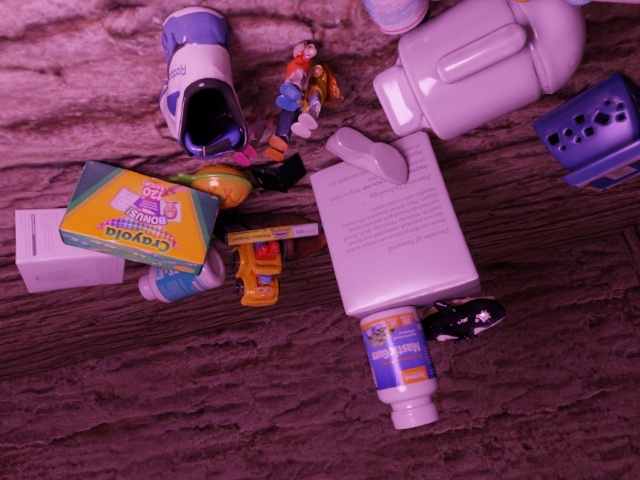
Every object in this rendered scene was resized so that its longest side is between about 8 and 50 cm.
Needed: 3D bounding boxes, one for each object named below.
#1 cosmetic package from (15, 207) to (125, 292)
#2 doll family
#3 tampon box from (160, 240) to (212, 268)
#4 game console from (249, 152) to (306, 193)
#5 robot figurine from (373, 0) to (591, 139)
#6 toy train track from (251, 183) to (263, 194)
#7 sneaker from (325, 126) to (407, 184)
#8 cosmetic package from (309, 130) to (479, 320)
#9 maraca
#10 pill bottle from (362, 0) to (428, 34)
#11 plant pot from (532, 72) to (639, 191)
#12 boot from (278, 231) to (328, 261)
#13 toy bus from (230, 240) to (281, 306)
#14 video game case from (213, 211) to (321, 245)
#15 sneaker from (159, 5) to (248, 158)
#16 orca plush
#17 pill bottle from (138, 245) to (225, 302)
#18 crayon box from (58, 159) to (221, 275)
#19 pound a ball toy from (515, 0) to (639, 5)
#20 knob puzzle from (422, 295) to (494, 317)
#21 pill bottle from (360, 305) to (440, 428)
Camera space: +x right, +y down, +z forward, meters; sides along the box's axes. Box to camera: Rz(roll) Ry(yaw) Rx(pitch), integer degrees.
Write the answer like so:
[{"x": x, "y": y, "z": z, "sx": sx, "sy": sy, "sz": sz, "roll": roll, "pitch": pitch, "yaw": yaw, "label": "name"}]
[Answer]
[{"x": -0.612, "y": 0.023, "z": 1.190, "sx": 0.225, "sy": 0.138, "sz": 0.224, "roll": -3, "pitch": 159, "yaw": -26, "label": "cosmetic package"}, {"x": -0.047, "y": -0.231, "z": 0.854, "sx": 0.119, "sy": 0.163, "sz": 0.263, "roll": 29, "pitch": 142, "yaw": -21, "label": "doll family"}, {"x": -0.389, "y": 0.002, "z": 1.354, "sx": 0.121, "sy": 0.101, "sz": 0.161, "roll": -5, "pitch": 159, "yaw": -28, "label": "tampon box"}, {"x": -0.105, "y": -0.173, "z": 1.195, "sx": 0.108, "sy": 0.071, "sz": 0.122, "roll": 13, "pitch": 166, "yaw": 13, "label": "game console"}, {"x": 0.270, "y": -0.301, "z": 0.798, "sx": 0.354, "sy": 0.199, "sz": 0.300, "roll": -23, "pitch": -169, "yaw": 23, "label": "robot figurine"}, {"x": -0.179, "y": -0.141, "z": 1.235, "sx": 0.048, "sy": 0.014, "sz": 0.083, "roll": -13, "pitch": 157, "yaw": 18, "label": "toy train track"}, {"x": 0.109, "y": -0.194, "z": 1.139, "sx": 0.212, "sy": 0.080, "sz": 0.094, "roll": 28, "pitch": 159, "yaw": -19, "label": "sneaker"}, {"x": 0.212, "y": -0.011, "z": 1.304, "sx": 0.328, "sy": 0.393, "sz": 0.329, "roll": -19, "pitch": 162, "yaw": 14, "label": "cosmetic package"}, {"x": -0.250, "y": -0.125, "z": 1.097, "sx": 0.186, "sy": 0.099, "sz": 0.127, "roll": 3, "pitch": 158, "yaw": -11, "label": "maraca"}, {"x": 0.089, "y": -0.365, "z": 0.658, "sx": 0.087, "sy": 0.087, "sz": 0.160, "roll": -21, "pitch": 160, "yaw": 20, "label": "pill bottle"}, {"x": 0.744, "y": -0.261, "z": 1.257, "sx": 0.236, "sy": 0.211, "sz": 0.236, "roll": 2, "pitch": 157, "yaw": -41, "label": "plant pot"}, {"x": 0.000, "y": 0.000, "z": 1.651, "sx": 0.281, "sy": 0.096, "sz": 0.264, "roll": -15, "pitch": 161, "yaw": -1, "label": "boot"}, {"x": -0.189, "y": 0.081, "z": 1.569, "sx": 0.150, "sy": 0.220, "sz": 0.211, "roll": 2, "pitch": 150, "yaw": -29, "label": "toy bus"}, {"x": -0.162, "y": -0.037, "z": 1.304, "sx": 0.249, "sy": 0.035, "sz": 0.275, "roll": -7, "pitch": -168, "yaw": -21, "label": "video game case"}, {"x": -0.197, "y": -0.196, "z": 0.791, "sx": 0.128, "sy": 0.182, "sz": 0.315, "roll": -8, "pitch": 160, "yaw": -15, "label": "sneaker"}, {"x": 0.321, "y": 0.187, "z": 1.240, "sx": 0.287, "sy": 0.102, "sz": 0.151, "roll": -17, "pitch": -159, "yaw": 50, "label": "orca plush"}, {"x": -0.457, "y": 0.116, "z": 1.568, "sx": 0.264, "sy": 0.146, "sz": 0.146, "roll": -19, "pitch": 161, "yaw": 13, "label": "pill bottle"}, {"x": -0.366, "y": -0.043, "z": 0.998, "sx": 0.279, "sy": 0.165, "sz": 0.081, "roll": 15, "pitch": 153, "yaw": -15, "label": "crayon box"}, {"x": 0.251, "y": -0.336, "z": 0.572, "sx": 0.320, "sy": 0.208, "sz": 0.135, "roll": 1, "pitch": 144, "yaw": -5, "label": "pound a ball toy"}, {"x": 0.385, "y": 0.191, "z": 1.354, "sx": 0.214, "sy": 0.029, "sz": 0.213, "roll": -3, "pitch": 155, "yaw": -1, "label": "knob puzzle"}, {"x": 0.201, "y": 0.310, "z": 1.177, "sx": 0.153, "sy": 0.271, "sz": 0.152, "roll": -13, "pitch": 162, "yaw": -4, "label": "pill bottle"}]
